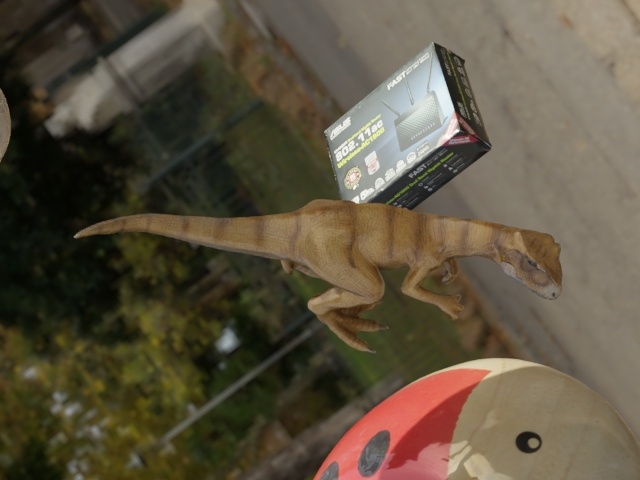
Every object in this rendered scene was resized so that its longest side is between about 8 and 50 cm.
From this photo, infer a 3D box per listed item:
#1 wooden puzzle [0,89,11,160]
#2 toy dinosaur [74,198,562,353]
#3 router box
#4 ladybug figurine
[{"bbox_3d":[-0.358,-0.005,1.129,0.080,0.348,0.322,30,-174,-29],"label":"wooden puzzle"},{"bbox_3d":[0.000,0.000,0.719,0.112,0.211,0.064,102,168,-64],"label":"toy dinosaur"},{"bbox_3d":[0.064,-0.076,1.205,0.038,0.122,0.092,26,-142,-39],"label":"router box"},{"bbox_3d":[0.107,0.274,1.438,0.449,0.162,0.305,-40,64,48],"label":"ladybug figurine"}]
